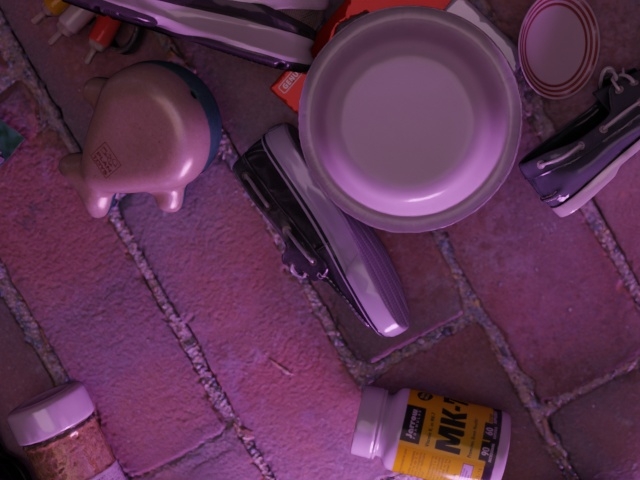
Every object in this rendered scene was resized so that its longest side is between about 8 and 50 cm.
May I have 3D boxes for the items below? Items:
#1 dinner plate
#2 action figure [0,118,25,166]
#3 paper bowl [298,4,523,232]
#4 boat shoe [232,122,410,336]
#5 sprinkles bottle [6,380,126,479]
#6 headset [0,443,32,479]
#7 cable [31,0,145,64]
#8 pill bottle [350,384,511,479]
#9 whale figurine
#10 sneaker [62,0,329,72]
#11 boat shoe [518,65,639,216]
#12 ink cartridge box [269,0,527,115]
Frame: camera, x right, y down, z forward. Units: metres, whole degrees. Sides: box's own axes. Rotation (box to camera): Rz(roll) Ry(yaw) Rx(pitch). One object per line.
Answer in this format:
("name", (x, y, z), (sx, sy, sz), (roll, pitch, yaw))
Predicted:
("dinner plate", (0.311, -0.256, 1.247), (0.141, 0.017, 0.141), (-5, 101, -27))
("action figure", (-0.553, -0.192, 1.385), (0.137, 0.063, 0.232), (-40, 88, 15))
("paper bowl", (0.111, -0.151, 1.197), (0.284, 0.148, 0.284), (2, 101, 8))
("boat shoe", (0.000, 0.000, 1.322), (0.119, 0.121, 0.335), (-35, 82, 19))
("sprinkles bottle", (-0.339, 0.391, 1.415), (0.121, 0.121, 0.356), (-22, 96, 10))
("headset", (-0.485, 0.421, 1.392), (0.185, 0.243, 0.394), (-13, 118, 13))
("cable", (-0.269, -0.373, 1.307), (0.139, 0.072, 0.287), (37, 103, -2))
("pill bottle", (0.153, 0.275, 1.331), (0.208, 0.119, 0.119), (12, 100, 5))
("whale figurine", (-0.249, -0.139, 1.331), (0.272, 0.141, 0.216), (-34, 93, 36))
("sneaker", (-0.191, -0.396, 1.210), (0.447, 0.169, 0.258), (16, 98, -9))
("boat shoe", (0.392, -0.174, 1.231), (0.099, 0.116, 0.319), (41, 107, -4))
("ink cartridge box", (0.100, -0.226, 1.290), (0.239, 0.060, 0.275), (42, 102, -2))
